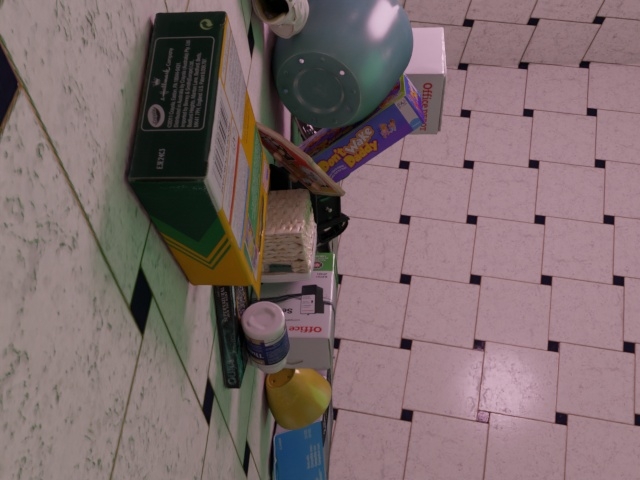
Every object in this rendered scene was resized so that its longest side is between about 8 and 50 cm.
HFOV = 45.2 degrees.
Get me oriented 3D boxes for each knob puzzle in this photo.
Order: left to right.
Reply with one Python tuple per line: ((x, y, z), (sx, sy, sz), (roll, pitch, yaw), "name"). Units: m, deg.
((-0.057, -0.142, 1.403), (0.030, 0.213, 0.213), (-50, 168, -7), "knob puzzle")

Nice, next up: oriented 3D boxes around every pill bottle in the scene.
((-0.083, 0.154, 1.186), (0.120, 0.067, 0.067), (84, 8, -49), "pill bottle")

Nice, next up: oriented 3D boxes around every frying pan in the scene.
((0.004, 0.029, 1.963), (0.326, 0.053, 0.197), (-161, -120, -70), "frying pan")

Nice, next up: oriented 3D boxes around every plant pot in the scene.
((-0.058, 0.299, 1.555), (0.095, 0.134, 0.134), (57, 24, -33), "plant pot")
((0.031, -0.378, 1.633), (0.235, 0.293, 0.293), (-66, 160, -44), "plant pot")

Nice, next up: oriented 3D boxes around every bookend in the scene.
((-0.021, -0.100, 1.641), (0.072, 0.157, 0.156), (32, -47, 46), "bookend")

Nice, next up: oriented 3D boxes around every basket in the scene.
((-0.071, -0.012, 1.391), (0.167, 0.113, 0.103), (-83, 168, -57), "basket")

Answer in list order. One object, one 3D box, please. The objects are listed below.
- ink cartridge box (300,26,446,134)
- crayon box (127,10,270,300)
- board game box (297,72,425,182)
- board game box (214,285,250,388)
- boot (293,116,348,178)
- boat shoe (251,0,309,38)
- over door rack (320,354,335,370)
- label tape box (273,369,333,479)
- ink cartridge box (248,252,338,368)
((0.135, -0.426, 2.093), (0.285, 0.394, 0.166), (80, 11, -65), "ink cartridge box")
((-0.127, -0.079, 0.896), (0.323, 0.083, 0.203), (78, 13, -64), "crayon box")
((0.073, -0.237, 1.778), (0.078, 0.347, 0.233), (51, 18, -17), "board game box")
((-0.131, 0.114, 1.173), (0.126, 0.026, 0.186), (-79, 169, -63), "board game box")
((-0.028, -0.236, 2.025), (0.236, 0.085, 0.178), (59, -29, 4), "boot")
((-0.084, -0.436, 1.397), (0.277, 0.098, 0.096), (84, 30, -75), "boat shoe")
((-0.044, 0.127, 1.836), (0.324, 0.108, 0.240), (-111, -164, -61), "over door rack")
((-0.036, 0.464, 1.792), (0.348, 0.115, 0.249), (-85, 173, -57), "label tape box")
((-0.048, 0.125, 1.402), (0.208, 0.153, 0.087), (-86, 173, -45), "ink cartridge box")
